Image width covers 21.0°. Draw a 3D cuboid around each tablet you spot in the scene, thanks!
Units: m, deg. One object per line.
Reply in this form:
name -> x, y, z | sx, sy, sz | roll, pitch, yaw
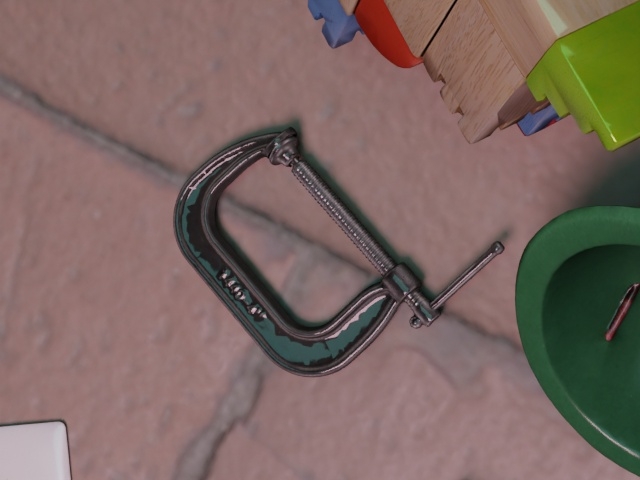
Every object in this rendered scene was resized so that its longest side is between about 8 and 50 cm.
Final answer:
tablet -> -0.169, 0.149, 1.003 | 0.054, 0.006, 0.083 | -6, 88, 15

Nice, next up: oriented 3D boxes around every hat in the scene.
hat -> 0.216, -0.001, 0.887 | 0.173, 0.183, 0.208 | 23, 139, 26

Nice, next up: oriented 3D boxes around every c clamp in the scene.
c clamp -> 0.000, 0.000, 0.954 | 0.161, 0.022, 0.137 | 43, 105, 11

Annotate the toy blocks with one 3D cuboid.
toy blocks -> 0.044, -0.190, 0.822 | 0.191, 0.261, 0.381 | -27, 81, -15
